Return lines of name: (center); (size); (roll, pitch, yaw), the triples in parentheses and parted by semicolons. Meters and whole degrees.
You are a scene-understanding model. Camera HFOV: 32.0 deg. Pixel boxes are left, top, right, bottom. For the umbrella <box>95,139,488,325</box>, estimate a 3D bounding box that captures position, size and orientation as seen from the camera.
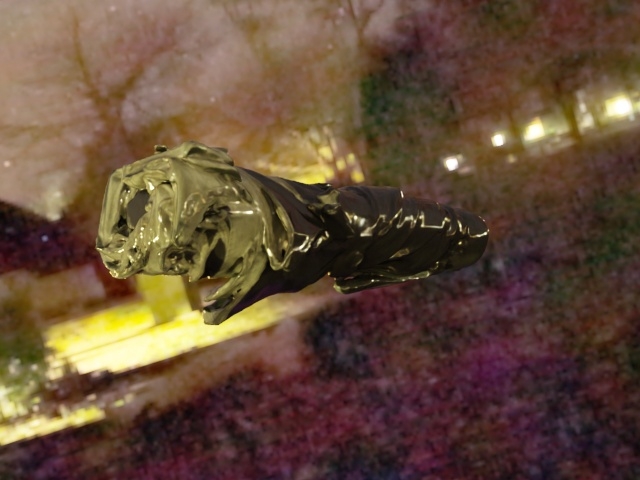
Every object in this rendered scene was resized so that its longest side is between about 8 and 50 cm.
umbrella: (0.004, 0.001, 0.827); (0.358, 0.106, 0.113); (5, -23, -45)
